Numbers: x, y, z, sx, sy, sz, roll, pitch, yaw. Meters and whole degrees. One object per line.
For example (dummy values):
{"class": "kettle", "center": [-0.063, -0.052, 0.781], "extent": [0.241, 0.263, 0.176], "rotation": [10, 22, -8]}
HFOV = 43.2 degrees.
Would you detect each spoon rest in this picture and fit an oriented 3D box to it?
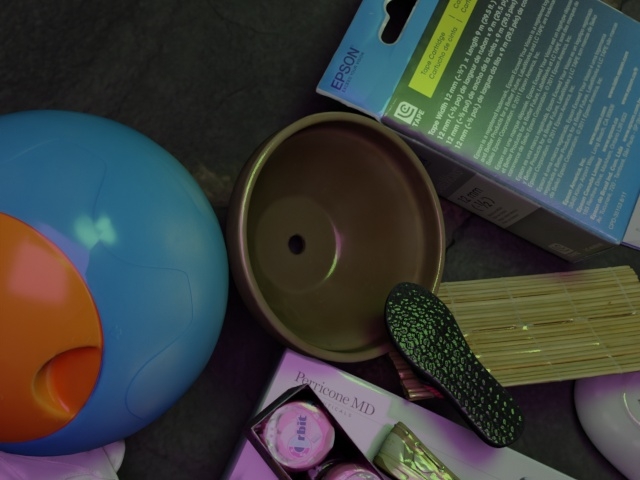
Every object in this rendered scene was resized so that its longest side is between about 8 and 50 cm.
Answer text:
{"class": "spoon rest", "center": [0.375, 0.236, 0.867], "extent": [0.137, 0.084, 0.276], "rotation": [-22, 70, -15]}

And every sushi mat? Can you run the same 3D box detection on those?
{"class": "sushi mat", "center": [0.216, 0.091, 0.846], "extent": [0.317, 0.019, 0.151], "rotation": [-4, 43, -11]}

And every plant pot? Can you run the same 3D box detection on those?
{"class": "plant pot", "center": [0.000, 0.000, 0.801], "extent": [0.237, 0.110, 0.237], "rotation": [4, 82, -34]}

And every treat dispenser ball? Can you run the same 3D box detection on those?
{"class": "treat dispenser ball", "center": [-0.222, 0.034, 0.683], "extent": [0.288, 0.288, 0.288], "rotation": [2, 79, -10]}

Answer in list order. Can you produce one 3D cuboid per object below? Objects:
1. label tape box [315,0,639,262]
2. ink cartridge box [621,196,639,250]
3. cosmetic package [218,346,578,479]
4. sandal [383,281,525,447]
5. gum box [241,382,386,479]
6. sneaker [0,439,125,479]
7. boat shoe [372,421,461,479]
{"class": "label tape box", "center": [0.194, -0.167, 0.887], "extent": [0.348, 0.115, 0.249], "rotation": [26, 75, -2]}
{"class": "ink cartridge box", "center": [0.462, -0.065, 0.925], "extent": [0.206, 0.045, 0.208], "rotation": [20, 110, -6]}
{"class": "cosmetic package", "center": [0.073, 0.309, 0.782], "extent": [0.377, 0.097, 0.284], "rotation": [25, 73, -4]}
{"class": "sandal", "center": [0.117, 0.120, 0.761], "extent": [0.067, 0.040, 0.179], "rotation": [-34, 82, -24]}
{"class": "gum box", "center": [0.017, 0.215, 0.687], "extent": [0.062, 0.107, 0.188], "rotation": [-38, 86, -16]}
{"class": "sneaker", "center": [-0.272, 0.222, 0.744], "extent": [0.305, 0.114, 0.152], "rotation": [35, 62, -6]}
{"class": "boat shoe", "center": [0.122, 0.224, 0.733], "extent": [0.153, 0.056, 0.048], "rotation": [31, 74, 6]}
